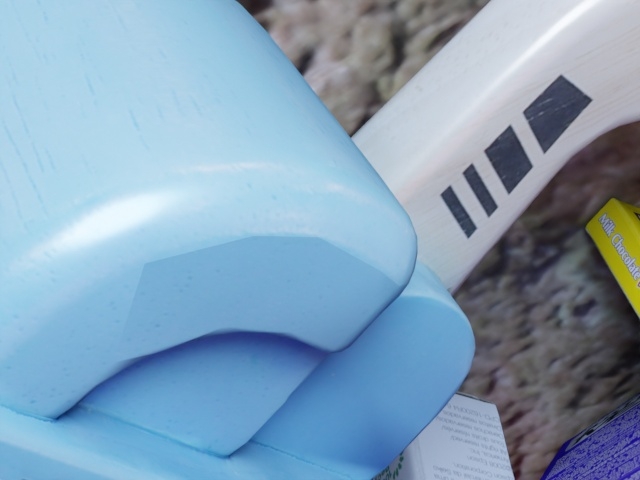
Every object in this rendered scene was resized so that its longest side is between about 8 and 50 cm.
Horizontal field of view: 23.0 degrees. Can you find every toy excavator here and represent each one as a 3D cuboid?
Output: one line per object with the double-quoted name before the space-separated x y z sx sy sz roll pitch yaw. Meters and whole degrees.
"toy excavator" 0.000 0.000 0.557 0.433 0.222 0.445 28 111 -42

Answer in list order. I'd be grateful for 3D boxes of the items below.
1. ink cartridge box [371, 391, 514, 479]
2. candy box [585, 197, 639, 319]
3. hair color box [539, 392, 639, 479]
"ink cartridge box" 0.017 0.294 0.763 0.071 0.330 0.324 14 129 -20
"candy box" 0.223 0.045 0.752 0.206 0.105 0.027 16 127 -35
"hair color box" 0.173 0.174 0.685 0.110 0.185 0.339 -36 174 18
